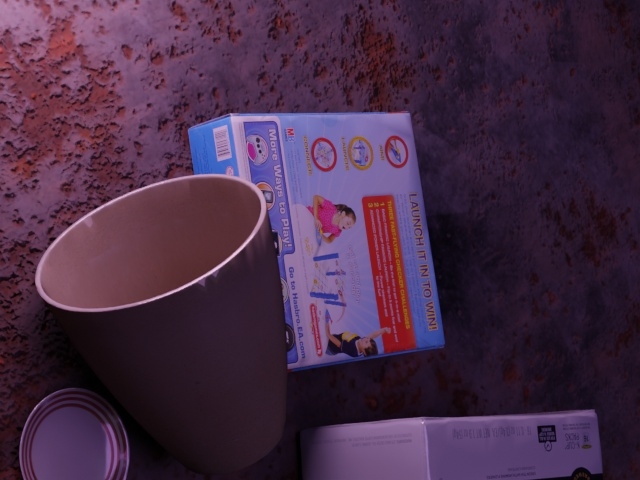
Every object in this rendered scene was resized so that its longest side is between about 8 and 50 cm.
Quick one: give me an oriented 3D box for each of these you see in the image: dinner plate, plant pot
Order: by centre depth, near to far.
[{"bbox_3d":[-0.266,0.230,1.782,0.141,0.017,0.141,11,74,-40],"label":"dinner plate"},{"bbox_3d":[-0.137,0.109,1.795,0.256,0.256,0.274,-46,128,-38],"label":"plant pot"}]

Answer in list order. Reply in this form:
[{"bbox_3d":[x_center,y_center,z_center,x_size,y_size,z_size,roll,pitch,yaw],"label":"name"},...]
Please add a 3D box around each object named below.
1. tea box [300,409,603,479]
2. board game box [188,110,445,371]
[{"bbox_3d":[0.171,0.376,2.017,0.329,0.220,0.323,2,81,-43],"label":"tea box"},{"bbox_3d":[0.000,0.000,2.025,0.302,0.086,0.308,-4,85,-43],"label":"board game box"}]
